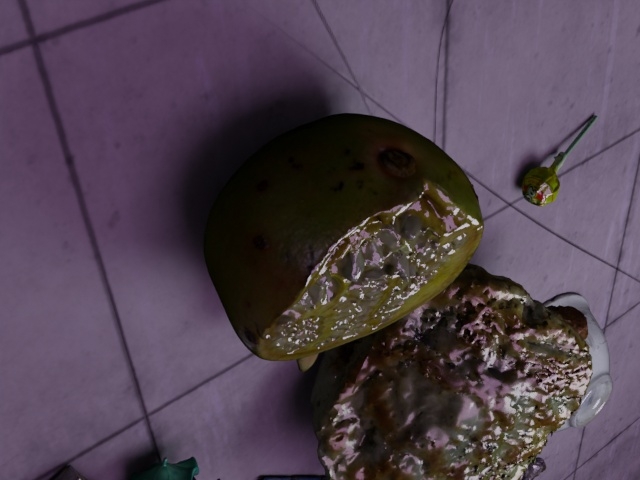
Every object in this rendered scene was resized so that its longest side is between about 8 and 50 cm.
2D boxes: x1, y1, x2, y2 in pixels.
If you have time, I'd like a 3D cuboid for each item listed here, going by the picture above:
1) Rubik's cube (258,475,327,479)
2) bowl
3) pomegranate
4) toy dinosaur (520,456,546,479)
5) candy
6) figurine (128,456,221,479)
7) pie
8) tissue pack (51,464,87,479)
[{"bbox_3d":[0.019,0.453,1.299,0.190,0.178,0.211,-24,134,-34],"label":"Rubik's cube"},{"bbox_3d":[0.465,0.272,1.611,0.313,0.146,0.313,-24,132,-29],"label":"bowl"},{"bbox_3d":[0.000,0.000,0.943,0.309,0.216,0.358,-19,160,-34],"label":"pomegranate"},{"bbox_3d":[0.389,0.570,1.815,0.294,0.077,0.162,-31,133,-44],"label":"toy dinosaur"},{"bbox_3d":[0.383,-0.130,1.322,0.194,0.058,0.062,-48,149,-19],"label":"candy"},{"bbox_3d":[-0.200,0.361,1.077,0.111,0.102,0.195,-6,121,-42],"label":"figurine"},{"bbox_3d":[0.181,0.240,1.214,0.395,0.180,0.418,24,97,-22],"label":"pie"},{"bbox_3d":[-0.296,0.312,1.003,0.063,0.035,0.083,-39,136,-15],"label":"tissue pack"}]
